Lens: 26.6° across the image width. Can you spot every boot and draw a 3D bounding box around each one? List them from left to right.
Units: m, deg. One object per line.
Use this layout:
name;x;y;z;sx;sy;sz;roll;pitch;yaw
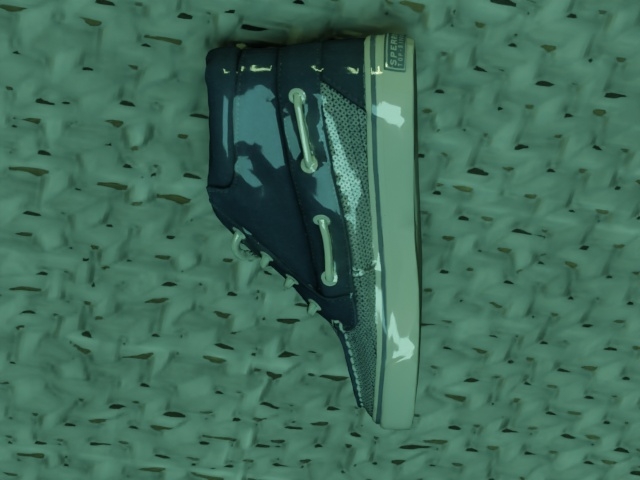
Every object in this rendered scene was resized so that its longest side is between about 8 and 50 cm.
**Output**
boot;0.000;0.000;0.584;0.086;0.069;0.190;0;119;6
